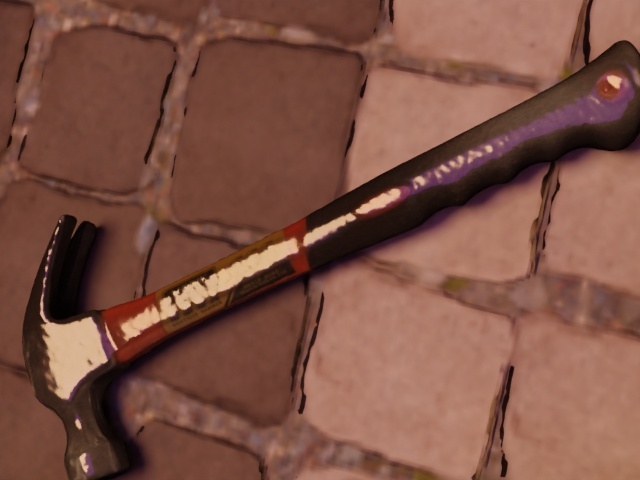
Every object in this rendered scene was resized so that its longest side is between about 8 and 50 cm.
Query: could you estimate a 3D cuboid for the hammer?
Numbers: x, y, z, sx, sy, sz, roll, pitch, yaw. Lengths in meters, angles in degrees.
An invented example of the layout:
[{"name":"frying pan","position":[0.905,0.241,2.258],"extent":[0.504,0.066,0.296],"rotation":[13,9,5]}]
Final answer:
[{"name":"hammer","position":[0.000,0.000,0.429],"extent":[0.287,0.033,0.111],"rotation":[-25,78,12]}]
